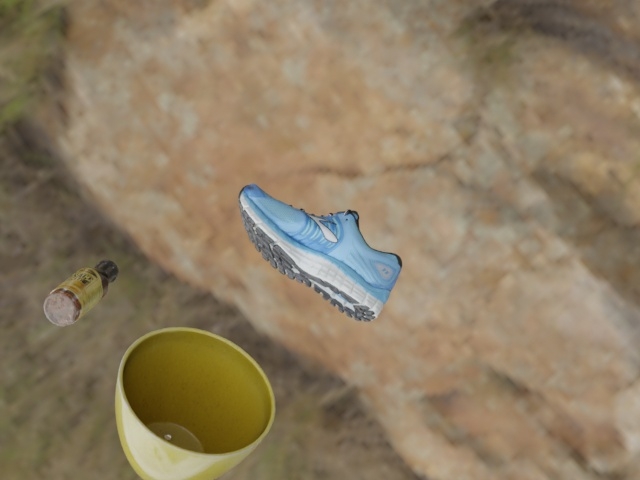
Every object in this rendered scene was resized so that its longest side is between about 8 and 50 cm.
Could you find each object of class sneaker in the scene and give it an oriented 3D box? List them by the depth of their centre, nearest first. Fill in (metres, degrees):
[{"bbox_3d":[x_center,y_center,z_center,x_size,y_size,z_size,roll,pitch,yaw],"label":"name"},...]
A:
[{"bbox_3d":[0.000,0.000,1.666,0.162,0.073,0.063,35,162,15],"label":"sneaker"}]

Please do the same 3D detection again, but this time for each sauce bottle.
[{"bbox_3d":[-0.251,0.052,2.079,0.042,0.128,0.042,5,109,14],"label":"sauce bottle"}]

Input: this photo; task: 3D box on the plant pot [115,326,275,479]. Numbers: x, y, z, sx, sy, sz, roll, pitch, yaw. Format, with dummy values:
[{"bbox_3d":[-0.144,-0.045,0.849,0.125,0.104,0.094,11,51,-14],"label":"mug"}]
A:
[{"bbox_3d":[-0.116,0.153,1.637,0.134,0.134,0.095,42,133,16],"label":"plant pot"}]
